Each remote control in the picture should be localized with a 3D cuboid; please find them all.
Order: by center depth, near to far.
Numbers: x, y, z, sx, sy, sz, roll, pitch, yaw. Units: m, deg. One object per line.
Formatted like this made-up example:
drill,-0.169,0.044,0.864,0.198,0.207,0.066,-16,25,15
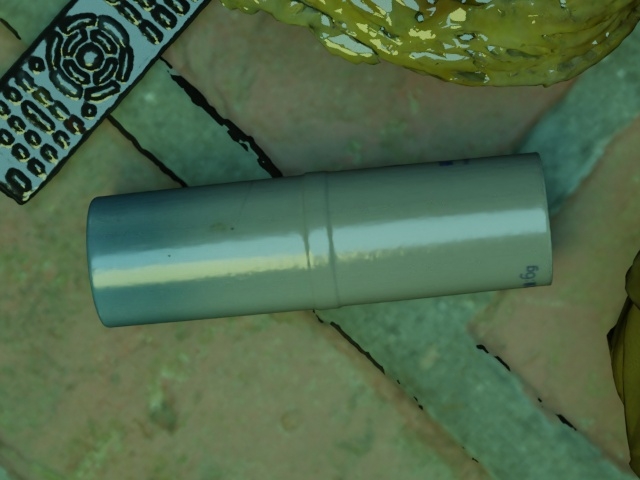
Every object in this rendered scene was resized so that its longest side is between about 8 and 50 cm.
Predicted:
remote control,-0.111,-0.125,1.000,0.063,0.025,0.245,43,94,0

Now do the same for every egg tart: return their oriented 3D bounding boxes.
egg tart,0.054,-0.207,0.941,0.297,0.132,0.297,1,80,-4

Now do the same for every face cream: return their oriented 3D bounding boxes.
face cream,0.000,0.000,0.973,0.250,0.077,0.077,-6,93,3

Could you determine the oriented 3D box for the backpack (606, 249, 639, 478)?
backpack,0.330,0.029,0.893,0.353,0.201,0.378,24,97,-2
